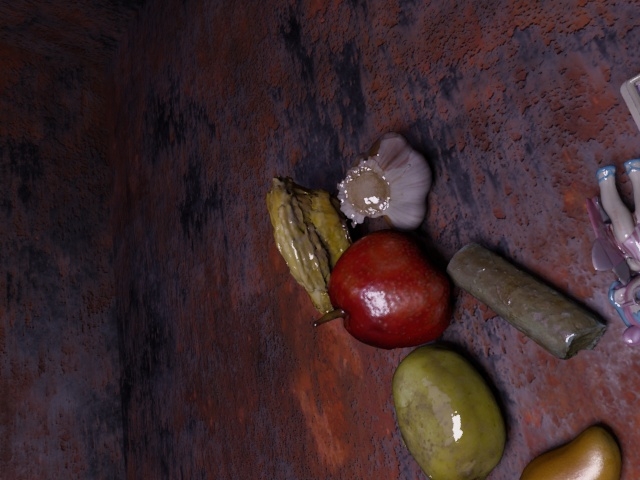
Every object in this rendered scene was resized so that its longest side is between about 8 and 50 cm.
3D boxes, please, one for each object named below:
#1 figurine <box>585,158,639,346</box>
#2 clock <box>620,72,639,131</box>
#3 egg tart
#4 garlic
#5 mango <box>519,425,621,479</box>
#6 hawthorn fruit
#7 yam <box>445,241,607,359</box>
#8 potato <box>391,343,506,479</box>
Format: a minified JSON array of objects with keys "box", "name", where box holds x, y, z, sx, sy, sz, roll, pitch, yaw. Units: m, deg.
[{"box":[0.471,0.009,0.695,0.206,0.103,0.259,-11,72,11],"name":"figurine"},{"box":[0.528,-0.192,0.657,0.192,0.071,0.146,-31,63,43],"name":"clock"},{"box":[0.000,0.000,1.107,0.150,0.352,0.351,-21,64,6],"name":"egg tart"},{"box":[0.103,-0.098,1.045,0.257,0.207,0.206,-31,63,48],"name":"garlic"},{"box":[0.379,0.359,0.754,0.184,0.085,0.102,-51,45,19],"name":"mango"},{"box":[0.105,0.097,0.922,0.230,0.266,0.210,66,157,19],"name":"hawthorn fruit"},{"box":[0.332,0.098,0.833,0.259,0.093,0.093,41,116,44],"name":"yam"},{"box":[0.224,0.309,0.887,0.197,0.149,0.228,-52,50,14],"name":"potato"}]
